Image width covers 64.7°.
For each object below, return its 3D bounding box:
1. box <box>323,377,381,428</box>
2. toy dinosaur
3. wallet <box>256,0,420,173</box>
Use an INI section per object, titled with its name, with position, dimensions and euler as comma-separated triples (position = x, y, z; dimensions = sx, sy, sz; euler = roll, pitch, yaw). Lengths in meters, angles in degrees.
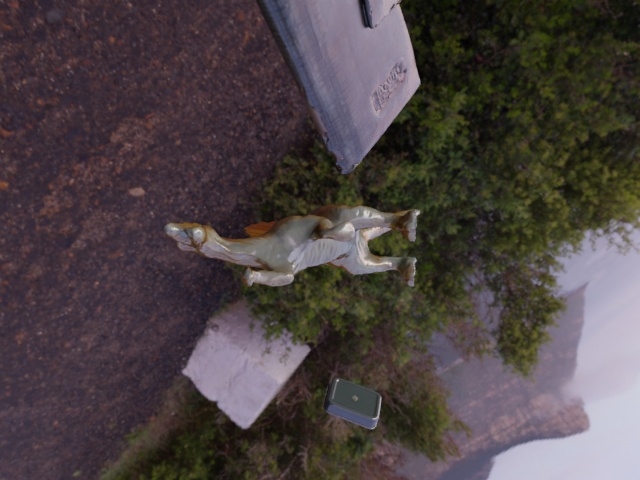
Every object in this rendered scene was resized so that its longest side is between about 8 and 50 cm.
[box]
position = 0.073, 0.359, 1.125
dimensions = 0.091, 0.126, 0.031
euler = -65, 176, -58
[toy dinosaur]
position = 0.000, 0.001, 0.369
dimensions = 0.212, 0.142, 0.057
euler = -11, 105, -76
[wallet]
position = 0.022, -0.228, 0.516
dimensions = 0.169, 0.044, 0.317
euler = -52, 143, -17
